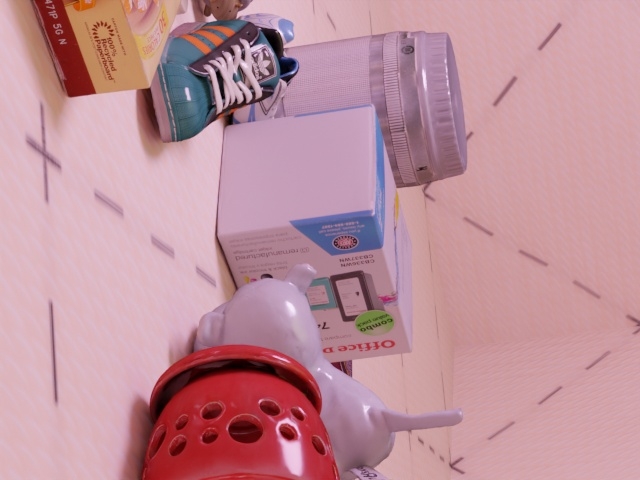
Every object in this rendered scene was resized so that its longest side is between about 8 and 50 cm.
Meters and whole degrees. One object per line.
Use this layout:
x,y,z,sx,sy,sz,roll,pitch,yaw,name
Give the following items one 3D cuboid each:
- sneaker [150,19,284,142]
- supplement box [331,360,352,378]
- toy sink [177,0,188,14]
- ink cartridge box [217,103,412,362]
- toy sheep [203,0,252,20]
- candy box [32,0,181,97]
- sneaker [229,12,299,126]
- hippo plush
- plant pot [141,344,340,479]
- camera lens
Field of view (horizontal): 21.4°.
-0.112,-0.191,1.886,0.302,0.121,0.108,-72,153,-67,sneaker
-0.003,0.122,2.397,0.104,0.081,0.188,73,14,-47,supplement box
-0.119,-0.397,1.963,0.153,0.131,0.234,72,15,-46,toy sink
0.000,0.000,2.163,0.270,0.198,0.197,71,14,-46,ink cartridge box
-0.113,-0.327,2.093,0.091,0.091,0.132,65,26,-60,toy sheep
-0.189,-0.296,1.582,0.316,0.087,0.183,-80,160,-51,candy box
-0.072,-0.192,2.154,0.237,0.086,0.085,95,2,-54,sneaker
-0.055,0.171,1.805,0.236,0.234,0.294,55,-23,-5,hippo plush
-0.075,0.208,1.618,0.191,0.191,0.174,72,12,-46,plant pot
0.057,-0.176,2.387,0.219,0.274,0.219,-8,90,-80,camera lens
